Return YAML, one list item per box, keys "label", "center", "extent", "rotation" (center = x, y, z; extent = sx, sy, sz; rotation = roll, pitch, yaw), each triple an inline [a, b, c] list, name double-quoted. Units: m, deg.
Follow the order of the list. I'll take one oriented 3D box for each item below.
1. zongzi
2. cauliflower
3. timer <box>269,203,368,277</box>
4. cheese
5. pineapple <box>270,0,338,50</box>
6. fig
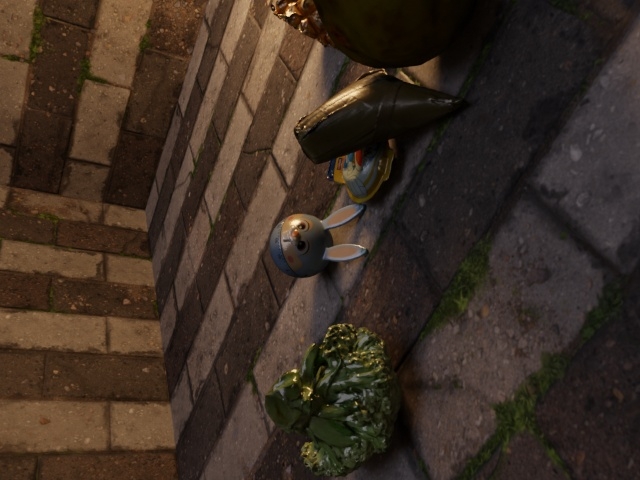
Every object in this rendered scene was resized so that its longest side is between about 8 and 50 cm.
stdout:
- label: "zongzi"
  center: [0.105, -0.230, 1.149]
  extent: [0.260, 0.123, 0.289]
  rotation: [-35, 34, -11]
- label: "cauliflower"
  center: [0.021, 0.301, 1.105]
  extent: [0.272, 0.250, 0.275]
  rotation: [-46, 48, 50]
- label: "timer"
  center: [-0.021, 0.000, 1.376]
  extent: [0.255, 0.175, 0.175]
  rotation: [-29, 56, 55]
- label: "cheese"
  center: [0.087, -0.172, 1.320]
  extent: [0.270, 0.069, 0.177]
  rotation: [16, 94, 63]
- label: "pineapple"
  center: [-0.015, -0.618, 1.581]
  extent: [0.236, 0.186, 0.114]
  rotation: [33, 114, 13]
- label: "fig"
  center: [0.147, -0.501, 1.071]
  extent: [0.343, 0.343, 0.343]
  rotation: [-28, 57, 56]
